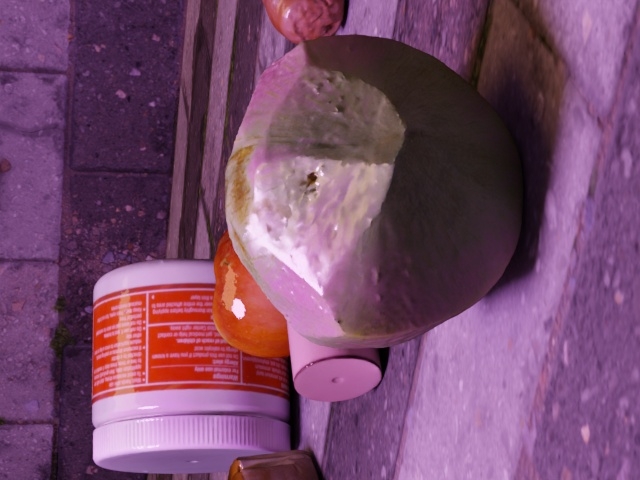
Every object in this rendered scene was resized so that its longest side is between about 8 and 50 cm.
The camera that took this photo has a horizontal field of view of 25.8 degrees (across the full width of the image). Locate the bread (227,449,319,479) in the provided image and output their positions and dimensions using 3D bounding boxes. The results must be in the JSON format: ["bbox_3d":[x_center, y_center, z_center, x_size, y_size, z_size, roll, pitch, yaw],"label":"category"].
[{"bbox_3d":[-0.057,0.356,1.589,0.210,0.109,0.192,-113,25,-63],"label":"bread"}]

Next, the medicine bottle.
[{"bbox_3d":[-0.165,0.164,1.778,0.252,0.252,0.241,125,145,-69],"label":"medicine bottle"}]

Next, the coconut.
[{"bbox_3d":[0.033,-0.029,0.985,0.236,0.204,0.236,-170,90,-84],"label":"coconut"}]

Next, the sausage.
[{"bbox_3d":[-0.043,-0.367,1.654,0.094,0.094,0.419,-54,29,30],"label":"sausage"}]

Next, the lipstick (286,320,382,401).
[{"bbox_3d":[0.000,0.000,1.413,0.087,0.087,0.327,107,160,-53],"label":"lipstick"}]

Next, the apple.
[{"bbox_3d":[-0.049,0.050,1.541,0.163,0.139,0.163,0,-90,-89],"label":"apple"}]
